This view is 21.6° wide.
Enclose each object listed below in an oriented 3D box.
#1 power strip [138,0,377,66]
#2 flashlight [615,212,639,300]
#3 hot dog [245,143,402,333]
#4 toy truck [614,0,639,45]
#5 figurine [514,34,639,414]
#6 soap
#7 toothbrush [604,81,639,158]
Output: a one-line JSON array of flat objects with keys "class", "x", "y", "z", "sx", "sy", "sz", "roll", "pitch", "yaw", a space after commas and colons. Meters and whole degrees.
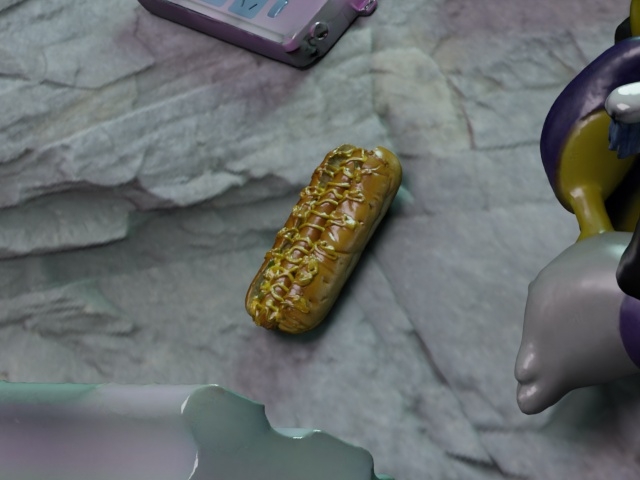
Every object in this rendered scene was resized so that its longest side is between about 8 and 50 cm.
[{"class": "power strip", "x": -0.063, "y": -0.226, "z": 1.476, "sx": 0.109, "sy": 0.037, "sz": 0.279, "roll": -50, "pitch": 42, "yaw": -12}, {"class": "flashlight", "x": 0.347, "y": 0.047, "z": 0.763, "sx": 0.424, "sy": 0.103, "sz": 0.103, "roll": 19, "pitch": 65, "yaw": 18}, {"class": "hot dog", "x": 0.000, "y": 0.000, "z": 1.223, "sx": 0.071, "sy": 0.045, "sz": 0.165, "roll": 11, "pitch": 61, "yaw": 40}, {"class": "toy truck", "x": 0.255, "y": -0.199, "z": 1.102, "sx": 0.147, "sy": 0.165, "sz": 0.224, "roll": -13, "pitch": 39, "yaw": 28}, {"class": "figurine", "x": 0.203, "y": 0.069, "z": 0.929, "sx": 0.193, "sy": 0.154, "sz": 0.421, "roll": -35, "pitch": 39, "yaw": 11}, {"class": "soap", "x": -0.119, "y": 0.180, "z": 1.031, "sx": 0.347, "sy": 0.208, "sz": 0.115, "roll": -2, "pitch": 55, "yaw": 35}, {"class": "toothbrush", "x": 0.356, "y": -0.110, "z": 0.930, "sx": 0.417, "sy": 0.040, "sz": 0.042, "roll": -14, "pitch": 44, "yaw": -7}]
